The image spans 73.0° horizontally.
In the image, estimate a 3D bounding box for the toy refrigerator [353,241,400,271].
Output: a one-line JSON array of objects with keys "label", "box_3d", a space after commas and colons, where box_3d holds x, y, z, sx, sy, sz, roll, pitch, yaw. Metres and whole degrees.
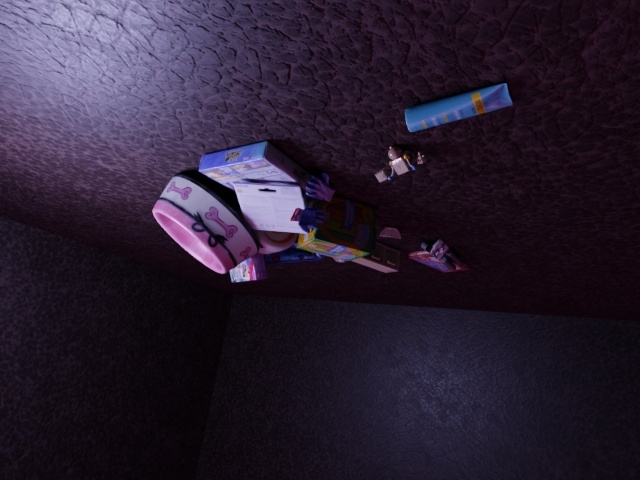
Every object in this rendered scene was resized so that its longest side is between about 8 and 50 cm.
[{"label": "toy refrigerator", "box_3d": [0.239, 0.062, 1.960, 0.270, 0.102, 0.094, 21, 160, -34]}]

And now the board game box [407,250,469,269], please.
[{"label": "board game box", "box_3d": [0.564, 0.100, 2.052, 0.282, 0.027, 0.145, 20, 159, -34]}]

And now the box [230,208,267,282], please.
[{"label": "box", "box_3d": [-0.316, 0.023, 1.785, 0.057, 0.292, 0.201, -6, 177, -40]}]

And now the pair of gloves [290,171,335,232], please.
[{"label": "pair of gloves", "box_3d": [-0.016, -0.118, 1.361, 0.023, 0.198, 0.159, 30, -173, 30]}]

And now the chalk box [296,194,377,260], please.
[{"label": "chalk box", "box_3d": [0.087, -0.037, 1.573, 0.289, 0.180, 0.179, 14, 163, -20]}]

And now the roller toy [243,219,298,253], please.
[{"label": "roller toy", "box_3d": [-0.196, -0.047, 1.656, 0.210, 0.190, 0.146, 18, 162, -30]}]

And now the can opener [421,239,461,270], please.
[{"label": "can opener", "box_3d": [0.532, 0.057, 1.879, 0.280, 0.074, 0.093, 30, -172, -48]}]

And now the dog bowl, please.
[{"label": "dog bowl", "box_3d": [-0.425, -0.041, 1.564, 0.408, 0.150, 0.408, 34, 158, 16]}]

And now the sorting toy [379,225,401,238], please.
[{"label": "sorting toy", "box_3d": [0.281, -0.028, 1.747, 0.084, 0.044, 0.075, 7, 171, 5]}]

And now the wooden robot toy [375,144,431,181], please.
[{"label": "wooden robot toy", "box_3d": [0.205, -0.218, 1.139, 0.079, 0.076, 0.173, 53, 148, -14]}]

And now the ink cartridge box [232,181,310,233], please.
[{"label": "ink cartridge box", "box_3d": [-0.151, -0.116, 1.397, 0.224, 0.045, 0.223, 5, 142, 10]}]

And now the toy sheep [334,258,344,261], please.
[{"label": "toy sheep", "box_3d": [0.097, 0.062, 2.056, 0.091, 0.091, 0.132, -3, 160, 36]}]

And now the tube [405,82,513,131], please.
[{"label": "tube", "box_3d": [0.283, -0.276, 0.901, 0.207, 0.052, 0.080, -8, 167, 29]}]

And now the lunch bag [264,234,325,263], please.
[{"label": "lunch bag", "box_3d": [-0.124, 0.029, 1.887, 0.294, 0.137, 0.221, 7, -170, -20]}]

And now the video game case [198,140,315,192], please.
[{"label": "video game case", "box_3d": [-0.193, -0.207, 1.346, 0.270, 0.061, 0.244, -3, 162, 34]}]
